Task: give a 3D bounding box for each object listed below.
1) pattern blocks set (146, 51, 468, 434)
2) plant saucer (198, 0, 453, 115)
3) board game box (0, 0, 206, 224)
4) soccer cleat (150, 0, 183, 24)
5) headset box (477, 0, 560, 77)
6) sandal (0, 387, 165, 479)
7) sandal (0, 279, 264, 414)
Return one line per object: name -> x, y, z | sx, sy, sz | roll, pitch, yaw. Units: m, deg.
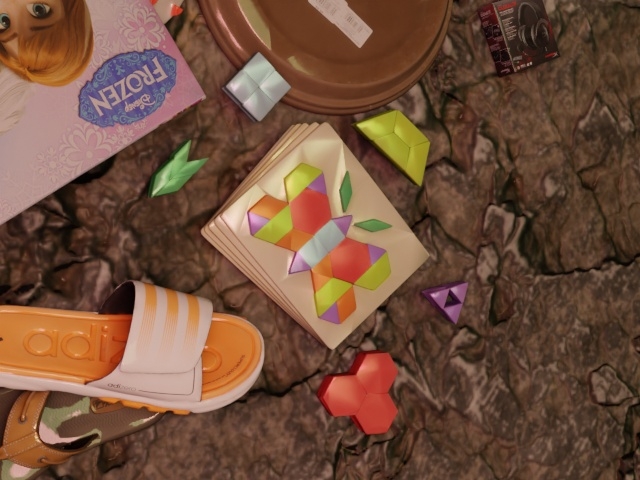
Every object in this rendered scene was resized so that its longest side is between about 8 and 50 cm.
pattern blocks set -> 0.000, 0.000, 1.052 | 0.324, 0.026, 0.285 | 35, 82, -19
plant saucer -> 0.014, -0.259, 1.089 | 0.277, 0.041, 0.278 | 1, 87, -25
board game box -> -0.285, -0.175, 0.878 | 0.318, 0.066, 0.318 | -41, 105, -41
soccer cleat -> -0.138, -0.285, 1.014 | 0.068, 0.076, 0.196 | 8, 102, -59
headset box -> 0.203, -0.218, 1.175 | 0.062, 0.032, 0.083 | -21, 97, -24
sandal -> -0.219, 0.155, 0.945 | 0.219, 0.060, 0.090 | -16, 93, -25
sandal -> -0.169, 0.079, 0.931 | 0.265, 0.076, 0.102 | 4, 47, -16
